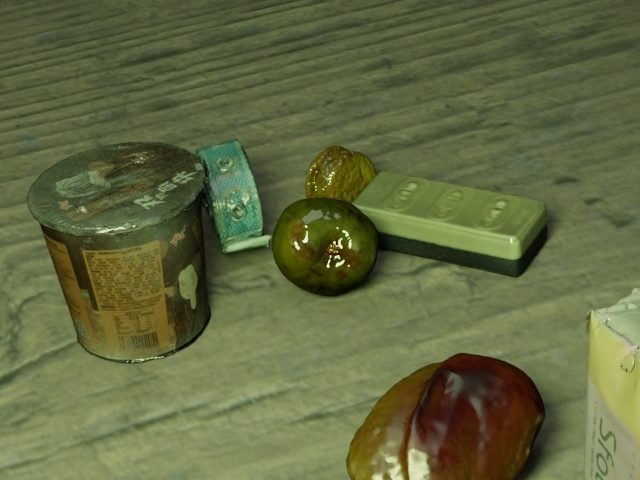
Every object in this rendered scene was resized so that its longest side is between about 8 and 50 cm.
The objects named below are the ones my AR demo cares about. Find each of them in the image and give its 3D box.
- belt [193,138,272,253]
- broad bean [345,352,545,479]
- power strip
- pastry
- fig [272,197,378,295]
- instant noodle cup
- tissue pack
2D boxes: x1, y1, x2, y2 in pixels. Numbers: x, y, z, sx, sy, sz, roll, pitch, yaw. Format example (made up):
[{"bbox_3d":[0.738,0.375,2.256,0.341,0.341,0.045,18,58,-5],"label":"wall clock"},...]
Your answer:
[{"bbox_3d":[-0.124,-0.057,1.924,0.082,0.148,0.163,-15,5,-8],"label":"belt"},{"bbox_3d":[0.129,0.206,1.481,0.228,0.122,0.156,-35,67,-28],"label":"broad bean"},{"bbox_3d":[0.160,-0.026,1.888,0.256,0.070,0.105,11,36,27],"label":"power strip"},{"bbox_3d":[0.030,-0.077,1.965,0.057,0.097,0.109,19,-3,43],"label":"pastry"},{"bbox_3d":[0.003,0.017,1.839,0.132,0.185,0.127,-7,73,-7],"label":"fig"},{"bbox_3d":[-0.231,0.017,1.759,0.217,0.207,0.217,-4,31,3],"label":"instant noodle cup"},{"bbox_3d":[0.329,0.202,1.322,0.123,0.257,0.215,-15,33,-18],"label":"tissue pack"}]
